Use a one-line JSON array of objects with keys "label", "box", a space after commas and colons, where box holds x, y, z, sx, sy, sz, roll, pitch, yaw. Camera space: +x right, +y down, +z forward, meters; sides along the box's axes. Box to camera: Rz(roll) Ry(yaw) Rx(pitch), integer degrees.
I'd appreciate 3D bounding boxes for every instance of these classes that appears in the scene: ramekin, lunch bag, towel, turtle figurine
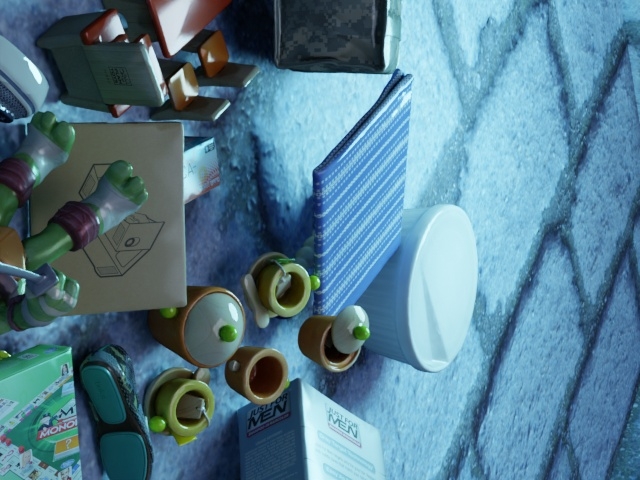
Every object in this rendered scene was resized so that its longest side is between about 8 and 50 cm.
[{"label": "ramekin", "box": [0.144, 0.071, 1.896, 0.273, 0.127, 0.272, -19, 111, -59]}, {"label": "lunch bag", "box": [0.030, -0.358, 1.521, 0.235, 0.169, 0.287, -48, 139, -81]}, {"label": "towel", "box": [0.049, -0.041, 1.607, 0.243, 0.040, 0.336, -51, 154, -37]}, {"label": "turtle figurine", "box": [-0.280, -0.022, 1.048, 0.266, 0.198, 0.274, -51, 141, -42]}]

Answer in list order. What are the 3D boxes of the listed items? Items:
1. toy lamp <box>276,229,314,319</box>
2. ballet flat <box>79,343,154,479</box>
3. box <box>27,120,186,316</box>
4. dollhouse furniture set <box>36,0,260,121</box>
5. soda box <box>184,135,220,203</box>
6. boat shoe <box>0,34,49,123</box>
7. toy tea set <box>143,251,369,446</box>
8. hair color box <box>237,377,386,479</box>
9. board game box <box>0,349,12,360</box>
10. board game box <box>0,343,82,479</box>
[{"label": "toy lamp", "box": [0.000, 0.000, 1.677, 0.274, 0.080, 0.080, -54, 139, -41]}, {"label": "ballet flat", "box": [-0.221, 0.199, 1.338, 0.070, 0.070, 0.188, -44, 135, -49]}, {"label": "box", "box": [-0.221, -0.024, 1.240, 0.164, 0.021, 0.201, -3, 100, -23]}, {"label": "dollhouse furniture set", "box": [-0.167, -0.238, 1.273, 0.259, 0.135, 0.262, -54, 139, -42]}, {"label": "soda box", "box": [-0.189, -0.066, 1.345, 0.183, 0.058, 0.063, -35, 124, -54]}, {"label": "boat shoe", "box": [-0.376, -0.136, 0.955, 0.340, 0.127, 0.158, 33, 73, -49]}, {"label": "toy tea set", "box": [-0.064, 0.124, 1.455, 0.336, 0.124, 0.200, -19, 110, -38]}, {"label": "hair color box", "box": [0.000, 0.384, 1.510, 0.185, 0.114, 0.374, 38, 33, -38]}, {"label": "board game box", "box": [-0.328, 0.250, 1.184, 0.124, 0.039, 0.259, 50, 50, -53]}, {"label": "board game box", "box": [-0.334, 0.240, 1.078, 0.317, 0.046, 0.213, -22, 112, -60]}]
